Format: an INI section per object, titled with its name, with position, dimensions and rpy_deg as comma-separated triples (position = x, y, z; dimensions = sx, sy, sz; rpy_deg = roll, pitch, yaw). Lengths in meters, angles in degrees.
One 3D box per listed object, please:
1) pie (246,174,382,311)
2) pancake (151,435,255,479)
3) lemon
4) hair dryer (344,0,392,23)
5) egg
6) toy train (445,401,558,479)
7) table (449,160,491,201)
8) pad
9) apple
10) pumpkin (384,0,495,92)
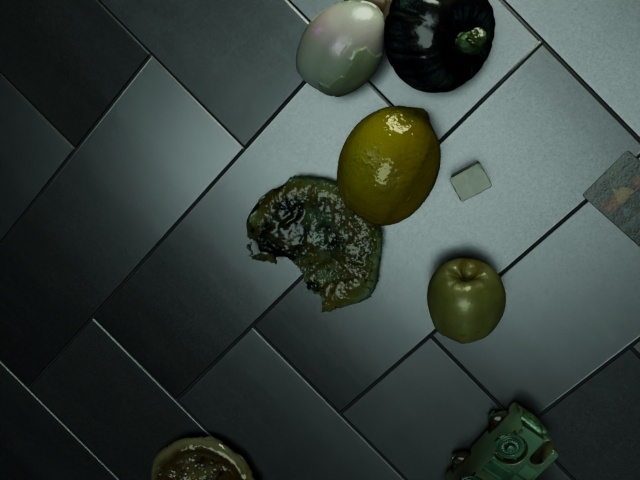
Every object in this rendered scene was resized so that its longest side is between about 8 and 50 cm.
[pie]
position = 0.000, 0.000, 1.608
dimensions = 0.371, 0.078, 0.296
rpy_deg = 38, 106, 3
[pancake]
position = -0.328, 0.717, 1.840
dimensions = 0.356, 0.065, 0.356
rpy_deg = 3, 103, 11
[lemon]
position = 0.152, -0.167, 1.458
dimensions = 0.235, 0.236, 0.263
rpy_deg = 3, 80, 11
[hair dryer]
position = 0.119, -0.543, 1.474
dimensions = 0.181, 0.064, 0.117
rpy_deg = 17, 107, 16
[egg]
position = 0.052, -0.434, 1.438
dimensions = 0.183, 0.183, 0.217
rpy_deg = 37, 119, 2
[toy train]
position = 0.441, 0.561, 1.615
dimensions = 0.159, 0.129, 0.326
rpy_deg = 36, 106, -4
[table]
position = 0.348, -0.139, 1.498
dimensions = 0.079, 0.083, 0.062
rpy_deg = -28, 95, 17
[pad]
position = 0.726, -0.084, 1.473
dimensions = 0.211, 0.003, 0.143
rpy_deg = 41, 107, 1
[apple]
position = 0.339, 0.141, 1.514
dimensions = 0.200, 0.200, 0.200
rpy_deg = 3, 103, 11
[pumpkin]
position = 0.267, -0.426, 1.357
dimensions = 0.248, 0.248, 0.248
rpy_deg = 3, 103, 11
